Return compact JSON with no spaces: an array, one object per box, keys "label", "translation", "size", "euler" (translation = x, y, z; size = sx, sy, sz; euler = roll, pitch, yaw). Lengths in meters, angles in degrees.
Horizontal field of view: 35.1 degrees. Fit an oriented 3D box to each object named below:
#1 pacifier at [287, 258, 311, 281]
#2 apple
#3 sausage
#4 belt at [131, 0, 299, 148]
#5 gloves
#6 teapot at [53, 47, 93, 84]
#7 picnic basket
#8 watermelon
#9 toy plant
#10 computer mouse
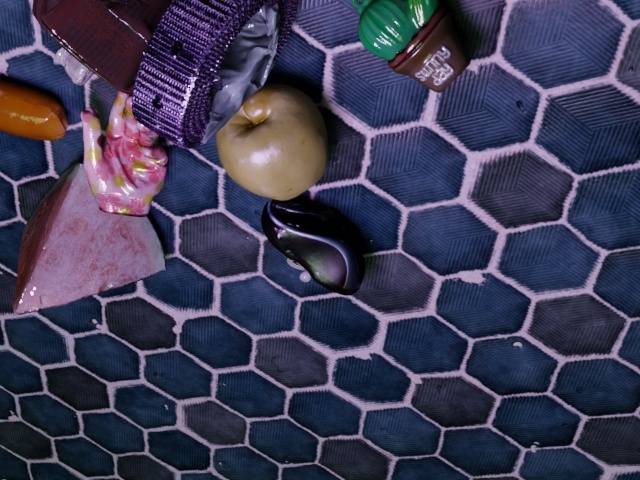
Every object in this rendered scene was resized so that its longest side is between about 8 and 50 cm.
[{"label":"pacifier","translation":[-0.024,0.053,1.926],"size":[0.083,0.064,0.068],"euler":[-8,144,27]},{"label":"apple","translation":[-0.078,-0.161,1.672],"size":[0.200,0.200,0.200],"euler":[11,133,12]},{"label":"sausage","translation":[-0.572,-0.244,1.846],"size":[0.238,0.098,0.098],"euler":[18,134,8]},{"label":"belt","translation":[-0.147,-0.283,1.487],"size":[0.122,0.325,0.260],"euler":[29,161,10]},{"label":"gloves","translation":[-0.347,-0.166,1.820],"size":[0.145,0.126,0.241],"euler":[15,106,15]},{"label":"teapot","translation":[-0.425,-0.308,1.760],"size":[0.064,0.064,0.083],"euler":[35,165,-2]},{"label":"picnic basket","translation":[-0.316,-0.357,1.558],"size":[0.222,0.129,0.297],"euler":[38,162,-13]},{"label":"watermelon","translation":[-0.495,-0.009,1.937],"size":[0.283,0.292,0.250],"euler":[-12,95,30]},{"label":"toy plant","translation":[0.134,-0.315,1.509],"size":[0.200,0.105,0.143],"euler":[44,124,-4]},{"label":"computer mouse","translation":[0.000,0.000,1.820],"size":[0.233,0.137,0.096],"euler":[37,110,-22]}]
